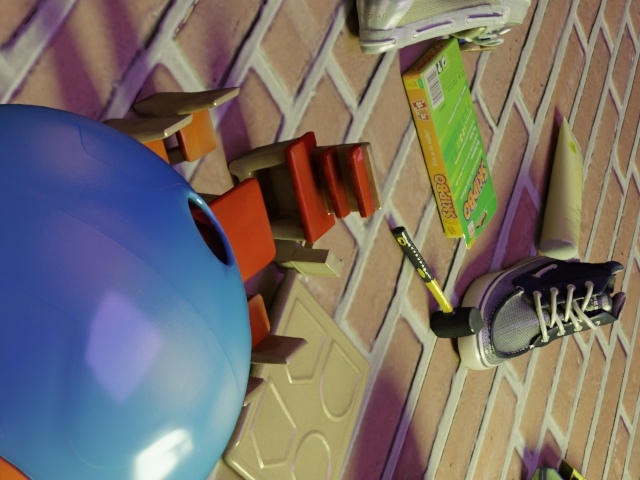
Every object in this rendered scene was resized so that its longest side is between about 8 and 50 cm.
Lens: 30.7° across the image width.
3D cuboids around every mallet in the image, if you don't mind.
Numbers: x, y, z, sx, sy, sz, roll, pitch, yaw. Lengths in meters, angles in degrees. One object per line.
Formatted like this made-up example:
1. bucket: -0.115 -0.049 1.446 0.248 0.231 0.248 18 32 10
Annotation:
1. mallet: 0.149 0.054 1.473 0.190 0.062 0.039 62 39 -35

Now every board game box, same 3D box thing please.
1. board game box: 0.178 -0.126 1.556 0.124 0.039 0.259 -48 125 -48

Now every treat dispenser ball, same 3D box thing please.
1. treat dispenser ball: -0.186 0.062 0.708 0.288 0.288 0.288 5 84 -58

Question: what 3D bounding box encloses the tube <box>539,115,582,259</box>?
1. tube: 0.400 -0.084 1.898 0.070 0.062 0.240 115 -9 -57

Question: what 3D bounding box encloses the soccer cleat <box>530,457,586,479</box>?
1. soccer cleat: 0.408 0.408 1.853 0.289 0.093 0.121 20 65 -57

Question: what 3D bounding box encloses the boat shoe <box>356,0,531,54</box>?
1. boat shoe: 0.154 -0.283 1.453 0.320 0.118 0.103 -12 110 -52

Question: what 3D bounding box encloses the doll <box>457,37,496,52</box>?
1. doll: 0.207 -0.355 1.601 0.129 0.046 0.189 -11 98 -46

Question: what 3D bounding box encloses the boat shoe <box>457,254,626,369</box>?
1. boat shoe: 0.326 0.093 1.667 0.340 0.158 0.127 -31 114 -55

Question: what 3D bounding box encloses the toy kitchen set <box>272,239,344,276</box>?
1. toy kitchen set: 0.000 0.000 1.219 0.068 0.075 0.083 44 56 -50

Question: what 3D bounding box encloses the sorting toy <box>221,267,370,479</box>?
1. sorting toy: -0.038 0.212 1.189 0.229 0.041 0.307 56 44 -47

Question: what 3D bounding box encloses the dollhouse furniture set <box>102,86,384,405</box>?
1. dollhouse furniture set: -0.063 -0.015 1.061 0.259 0.135 0.262 -40 122 -52
